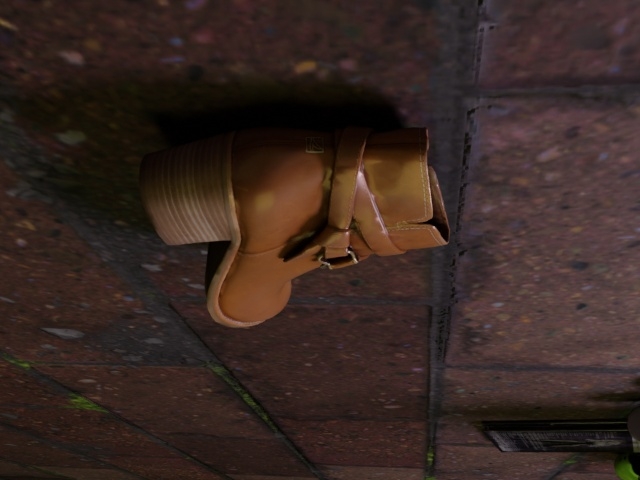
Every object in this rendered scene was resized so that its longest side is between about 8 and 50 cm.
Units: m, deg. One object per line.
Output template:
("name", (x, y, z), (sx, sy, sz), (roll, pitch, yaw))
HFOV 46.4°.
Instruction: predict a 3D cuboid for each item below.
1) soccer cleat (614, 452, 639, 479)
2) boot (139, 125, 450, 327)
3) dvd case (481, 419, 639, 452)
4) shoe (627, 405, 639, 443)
("soccer cleat", (0.570, 0.385, 1.206), (0.179, 0.060, 0.072), (14, 151, 7))
("boot", (0.000, 0.000, 0.444), (0.152, 0.073, 0.197), (-6, 157, 10))
("dvd case", (0.361, 0.288, 1.091), (0.221, 0.018, 0.164), (-6, 153, 21))
("shoe", (0.457, 0.216, 0.863), (0.178, 0.063, 0.081), (-18, 143, 31))
